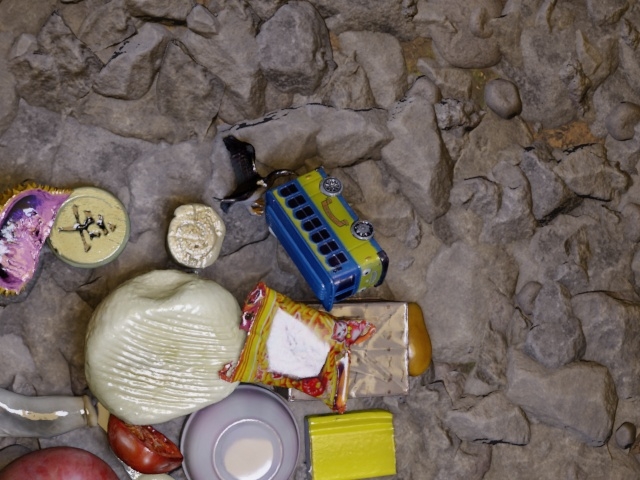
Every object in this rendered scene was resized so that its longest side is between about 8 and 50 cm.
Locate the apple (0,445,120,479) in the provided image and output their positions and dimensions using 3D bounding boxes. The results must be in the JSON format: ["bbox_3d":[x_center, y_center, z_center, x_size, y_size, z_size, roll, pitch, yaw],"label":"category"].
[{"bbox_3d":[-0.563,0.599,1.641,0.345,0.269,0.344,2,87,-34],"label":"apple"}]

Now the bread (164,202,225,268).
[{"bbox_3d":[-0.287,-0.008,1.802,0.134,0.141,0.148,3,86,-13],"label":"bread"}]

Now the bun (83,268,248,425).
[{"bbox_3d":[-0.341,0.224,1.724,0.349,0.227,0.352,17,103,-22],"label":"bun"}]

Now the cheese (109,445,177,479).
[{"bbox_3d":[-0.392,0.545,1.784,0.127,0.050,0.235,-34,89,-16],"label":"cheese"}]

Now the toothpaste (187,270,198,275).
[{"bbox_3d":[-0.352,0.105,1.841,0.140,0.021,0.037,-15,97,-16],"label":"toothpaste"}]

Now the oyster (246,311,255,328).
[{"bbox_3d":[-0.152,0.252,1.819,0.081,0.163,0.191,-27,119,-30],"label":"oyster"}]

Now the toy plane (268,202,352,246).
[{"bbox_3d":[0.000,0.003,1.886,0.256,0.101,0.251,10,46,2],"label":"toy plane"}]

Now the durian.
[{"bbox_3d":[-0.677,-0.012,1.692,0.154,0.187,0.260,21,80,-43],"label":"durian"}]

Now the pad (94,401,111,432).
[{"bbox_3d":[-0.438,0.379,1.809,0.157,0.003,0.112,-43,96,-13],"label":"pad"}]

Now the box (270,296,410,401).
[{"bbox_3d":[0.040,0.249,1.844,0.297,0.190,0.225,-1,87,-13],"label":"box"}]

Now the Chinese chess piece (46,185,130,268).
[{"bbox_3d":[-0.525,-0.030,1.776,0.189,0.083,0.188,1,84,-12],"label":"Chinese chess piece"}]

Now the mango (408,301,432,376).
[{"bbox_3d":[0.224,0.243,1.942,0.102,0.085,0.183,4,80,-27],"label":"mango"}]

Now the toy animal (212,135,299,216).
[{"bbox_3d":[-0.152,-0.133,1.844,0.197,0.160,0.272,1,48,-7],"label":"toy animal"}]

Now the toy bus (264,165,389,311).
[{"bbox_3d":[0.010,-0.006,1.752,0.175,0.138,0.287,-25,63,-19],"label":"toy bus"}]

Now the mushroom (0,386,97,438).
[{"bbox_3d":[-0.665,0.372,1.710,0.352,0.097,0.109,11,86,-17],"label":"mushroom"}]

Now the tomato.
[{"bbox_3d":[-0.402,0.457,1.738,0.174,0.166,0.082,34,87,28],"label":"tomato"}]

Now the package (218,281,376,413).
[{"bbox_3d":[-0.049,0.233,1.675,0.288,0.108,0.223,21,88,-6],"label":"package"}]

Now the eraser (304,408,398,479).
[{"bbox_3d":[0.071,0.493,1.894,0.226,0.069,0.157,-3,89,-15],"label":"eraser"}]

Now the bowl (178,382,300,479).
[{"bbox_3d":[-0.176,0.475,1.797,0.287,0.144,0.286,1,85,-14],"label":"bowl"}]
